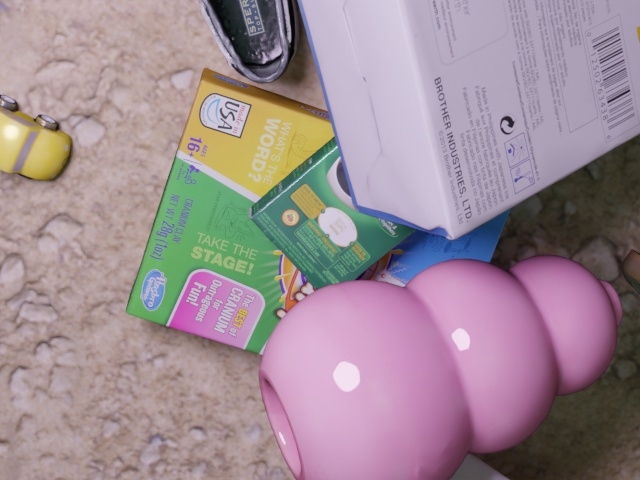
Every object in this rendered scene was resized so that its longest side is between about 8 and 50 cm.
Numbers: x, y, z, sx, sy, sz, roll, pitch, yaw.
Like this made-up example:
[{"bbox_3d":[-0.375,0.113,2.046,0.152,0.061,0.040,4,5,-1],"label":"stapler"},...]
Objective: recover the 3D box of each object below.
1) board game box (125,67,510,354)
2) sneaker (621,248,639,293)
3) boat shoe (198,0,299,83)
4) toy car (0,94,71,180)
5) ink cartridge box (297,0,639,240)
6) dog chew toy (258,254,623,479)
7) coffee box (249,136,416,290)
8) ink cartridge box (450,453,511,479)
[{"bbox_3d":[0.000,0.000,1.400,0.316,0.064,0.242,17,105,-7],"label":"board game box"},{"bbox_3d":[0.362,0.092,1.442,0.192,0.064,0.086,31,98,-14],"label":"sneaker"},{"bbox_3d":[-0.094,-0.285,1.290,0.113,0.105,0.306,-12,107,1],"label":"boat shoe"},{"bbox_3d":[-0.364,-0.146,1.347,0.239,0.053,0.225,-7,107,0],"label":"toy car"},{"bbox_3d":[0.189,-0.208,1.230,0.395,0.151,0.270,-28,118,-25],"label":"ink cartridge box"},{"bbox_3d":[0.117,0.109,1.306,0.331,0.206,0.207,-20,107,-13],"label":"dog chew toy"},{"bbox_3d":[0.040,-0.044,1.333,0.184,0.040,0.113,-41,105,9],"label":"coffee box"},{"bbox_3d":[0.133,0.320,1.394,0.278,0.117,0.201,33,83,16],"label":"ink cartridge box"}]
